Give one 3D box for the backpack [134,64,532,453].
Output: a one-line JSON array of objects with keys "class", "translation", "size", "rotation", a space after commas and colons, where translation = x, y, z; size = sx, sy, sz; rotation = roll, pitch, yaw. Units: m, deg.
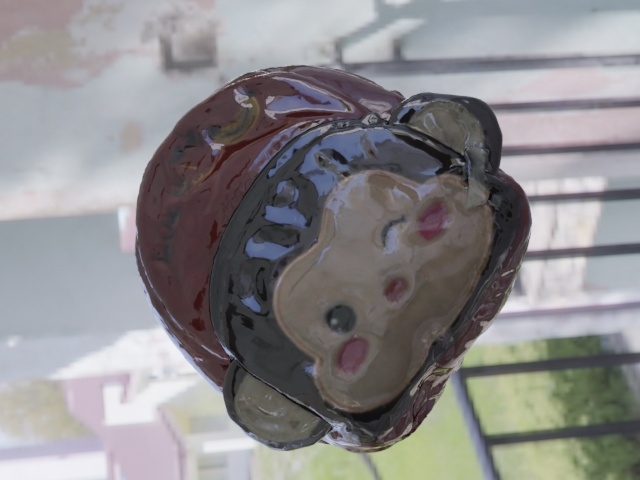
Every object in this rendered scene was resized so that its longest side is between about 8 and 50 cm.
[{"class": "backpack", "translation": [0.000, 0.000, 0.827], "size": [0.139, 0.229, 0.229], "rotation": [60, -155, -83]}]
